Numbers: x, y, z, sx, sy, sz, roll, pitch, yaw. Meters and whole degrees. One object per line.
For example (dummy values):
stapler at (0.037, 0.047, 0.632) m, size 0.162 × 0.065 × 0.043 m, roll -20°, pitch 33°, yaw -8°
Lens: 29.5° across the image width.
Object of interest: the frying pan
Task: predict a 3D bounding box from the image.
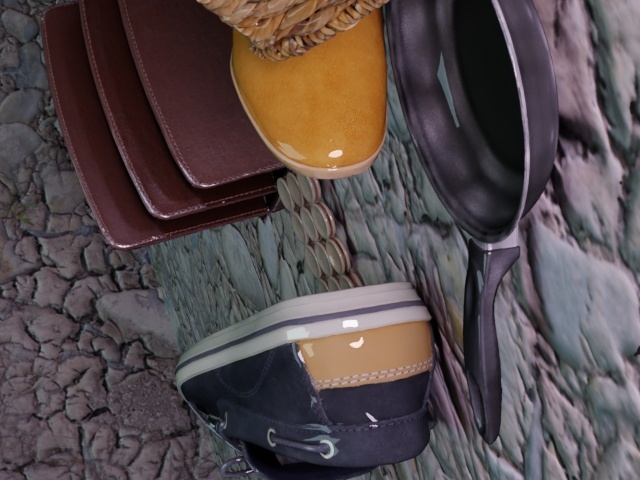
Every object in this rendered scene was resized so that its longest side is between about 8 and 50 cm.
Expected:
frying pan at (0.104, -0.034, 0.715) m, size 0.197 × 0.053 × 0.326 m, roll 163°, pitch 91°, yaw -77°

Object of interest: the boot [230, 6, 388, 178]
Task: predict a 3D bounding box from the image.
boot at (-0.007, -0.209, 0.788) m, size 0.211 × 0.104 × 0.295 m, roll 98°, pitch 166°, yaw -51°

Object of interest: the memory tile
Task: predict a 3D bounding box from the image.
memory tile at (0.000, 0.000, 1.189) m, size 0.148 × 0.012 × 0.113 m, roll 68°, pitch 163°, yaw 0°

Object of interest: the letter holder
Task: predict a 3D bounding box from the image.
letter holder at (-0.172, -0.166, 1.290) m, size 0.152 × 0.214 × 0.302 m, roll 118°, pitch 135°, yaw -70°

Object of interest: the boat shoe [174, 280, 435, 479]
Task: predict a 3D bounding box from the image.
boat shoe at (-0.022, 0.153, 1.143) m, size 0.500 × 0.186 × 0.156 m, roll 146°, pitch 114°, yaw -70°

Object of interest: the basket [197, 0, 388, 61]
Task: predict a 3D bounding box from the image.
basket at (-0.009, -0.279, 0.644) m, size 0.223 × 0.213 × 0.299 m, roll 17°, pitch -125°, yaw -72°
